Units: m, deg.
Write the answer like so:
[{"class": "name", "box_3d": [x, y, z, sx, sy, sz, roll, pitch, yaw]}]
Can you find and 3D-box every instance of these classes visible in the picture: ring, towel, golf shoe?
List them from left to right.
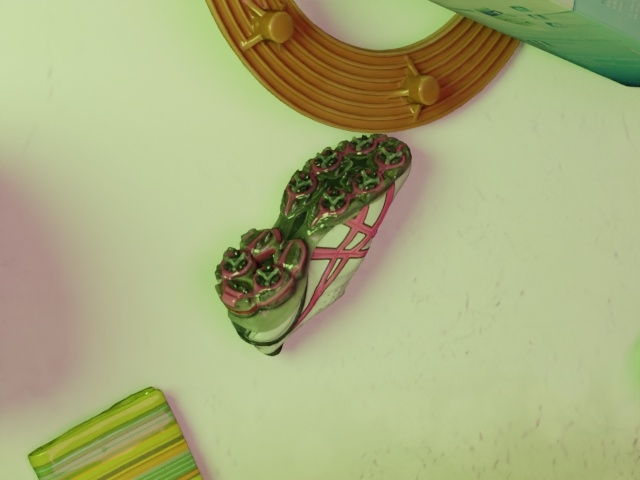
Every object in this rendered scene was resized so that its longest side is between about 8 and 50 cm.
[{"class": "towel", "box_3d": [-0.112, 0.227, 1.121, 0.102, 0.021, 0.237, -26, 104, -15]}, {"class": "golf shoe", "box_3d": [0.000, 0.000, 1.141, 0.186, 0.067, 0.086, -45, 141, -21]}, {"class": "ring", "box_3d": [0.052, -0.243, 1.119, 0.336, 0.032, 0.337, -8, 103, -36]}]

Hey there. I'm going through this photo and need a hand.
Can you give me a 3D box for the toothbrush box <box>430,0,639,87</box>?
[{"class": "toothbrush box", "box_3d": [0.201, -0.244, 1.132, 0.295, 0.126, 0.216, 13, 87, -43]}]
